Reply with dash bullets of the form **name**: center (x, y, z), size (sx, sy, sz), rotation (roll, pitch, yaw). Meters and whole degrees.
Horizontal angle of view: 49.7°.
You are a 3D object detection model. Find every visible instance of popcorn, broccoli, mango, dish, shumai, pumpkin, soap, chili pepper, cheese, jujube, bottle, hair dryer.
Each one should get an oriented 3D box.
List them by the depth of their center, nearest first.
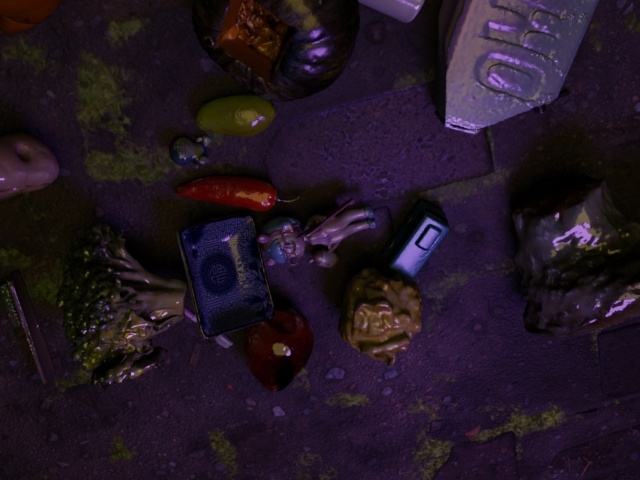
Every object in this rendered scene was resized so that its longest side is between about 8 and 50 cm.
- **pumpkin**: center (-0.079, -0.403, 1.237), size (0.320, 0.192, 0.321), rotation (14, 134, 15)
- **bottle**: center (0.077, -0.501, 1.292), size (0.245, 0.104, 0.104), rotation (18, 112, -15)
- **soap**: center (0.370, -0.426, 1.333), size (0.261, 0.156, 0.446), rotation (13, 114, -12)
- **cheese**: center (-0.624, -0.135, 1.334), size (0.217, 0.235, 0.117), rotation (-20, 97, -24)
- **mango**: center (-0.172, -0.250, 1.398), size (0.165, 0.074, 0.091), rotation (-10, 118, -1)
- **broccoli**: center (-0.426, 0.141, 1.414), size (0.271, 0.324, 0.334), rotation (13, 125, 6)
- **hair dryer**: center (0.494, -0.306, 1.476), size (0.083, 0.026, 0.047), rotation (-18, 117, -1)
- **chili pepper**: center (-0.176, -0.103, 1.479), size (0.272, 0.063, 0.071), rotation (6, 102, -6)
- **dish**: center (-0.215, 0.075, 1.509), size (0.181, 0.080, 0.243), rotation (-15, 93, -31)
- **shumai**: center (0.570, 0.023, 1.516), size (0.324, 0.397, 0.324), rotation (-25, 86, -15)
- **popcorn**: center (0.133, 0.175, 1.547), size (0.180, 0.235, 0.217), rotation (12, 92, 1)
- **jujube**: center (-0.096, 0.259, 1.611), size (0.168, 0.168, 0.237), rotation (-1, 133, -6)

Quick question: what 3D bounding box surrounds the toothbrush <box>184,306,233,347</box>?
- **toothbrush**: center (-0.315, 0.166, 1.611), size (0.025, 0.020, 0.286), rotation (-40, 114, 19)

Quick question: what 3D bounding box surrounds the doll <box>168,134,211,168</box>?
- **doll**: center (-0.271, -0.180, 1.428), size (0.083, 0.076, 0.050), rotation (7, 149, -17)

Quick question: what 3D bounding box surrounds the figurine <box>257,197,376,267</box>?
- **figurine**: center (-0.004, -0.013, 1.531), size (0.260, 0.103, 0.205), rotation (-18, 152, 0)

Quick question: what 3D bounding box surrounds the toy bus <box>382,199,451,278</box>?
- **toy bus**: center (0.217, -0.001, 1.552), size (0.079, 0.092, 0.160), rotation (28, 109, -19)

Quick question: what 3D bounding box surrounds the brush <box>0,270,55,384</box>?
- **brush**: center (-0.668, 0.202, 1.570), size (0.048, 0.054, 0.283), rotation (-6, 116, 6)

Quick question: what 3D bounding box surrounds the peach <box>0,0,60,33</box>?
- **peach**: center (-0.576, -0.496, 1.107), size (0.342, 0.343, 0.302), rotation (-12, 94, -1)
